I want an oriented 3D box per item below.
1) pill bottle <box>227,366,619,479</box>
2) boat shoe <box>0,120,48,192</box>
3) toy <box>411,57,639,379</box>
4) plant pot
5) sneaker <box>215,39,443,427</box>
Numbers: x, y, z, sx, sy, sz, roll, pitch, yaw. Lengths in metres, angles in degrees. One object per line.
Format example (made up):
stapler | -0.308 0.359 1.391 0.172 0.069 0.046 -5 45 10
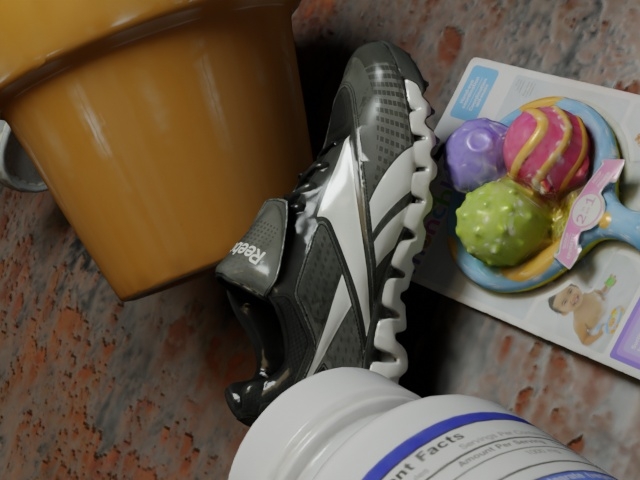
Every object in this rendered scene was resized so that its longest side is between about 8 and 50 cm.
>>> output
pill bottle | 0.076 0.158 0.629 0.272 0.152 0.152 30 90 49
boat shoe | -0.122 -0.151 1.031 0.320 0.118 0.103 -44 46 6
toy | 0.114 -0.026 0.768 0.237 0.056 0.136 24 85 49
plant pot | -0.090 -0.072 0.879 0.205 0.205 0.187 -22 88 35
sneaker | 0.000 0.000 0.793 0.078 0.106 0.234 166 112 -68
